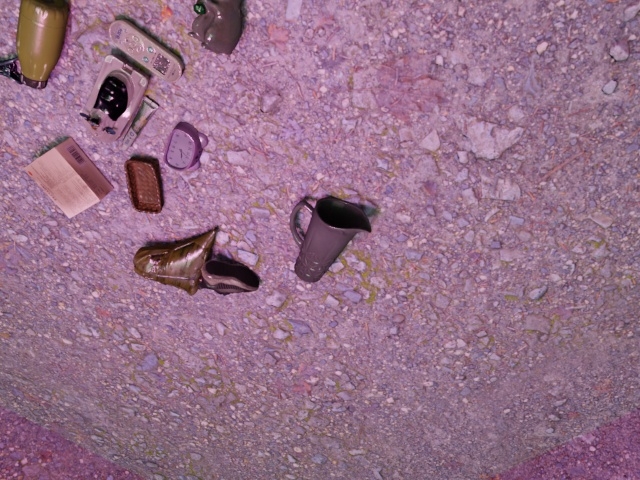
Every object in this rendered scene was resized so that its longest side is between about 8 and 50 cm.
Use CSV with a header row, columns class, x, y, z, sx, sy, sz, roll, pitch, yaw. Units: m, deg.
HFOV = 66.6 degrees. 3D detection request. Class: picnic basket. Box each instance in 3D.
class,x,y,z,sx,sy,sz,roll,pitch,yaw
picnic basket,-0.572,-0.181,1.595,0.109,0.055,0.194,8,124,4

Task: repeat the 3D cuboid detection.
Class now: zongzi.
class,x,y,z,sx,sy,sz,roll,pitch,yaw
zongzi,-0.509,0.036,1.690,0.250,0.125,0.275,18,122,-12

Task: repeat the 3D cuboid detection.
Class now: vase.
class,x,y,z,sx,sy,sz,roll,pitch,yaw
vase,0.000,0.000,1.572,0.250,0.156,0.301,33,130,6

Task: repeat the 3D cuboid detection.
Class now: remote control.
class,x,y,z,sx,sy,sz,roll,pitch,yaw
remote control,-0.481,-0.526,1.354,0.221,0.042,0.078,34,122,-14

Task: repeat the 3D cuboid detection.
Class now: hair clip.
class,x,y,z,sx,sy,sz,roll,pitch,yaw
hair clip,-1.017,-0.525,1.424,0.274,0.048,0.083,10,129,-8

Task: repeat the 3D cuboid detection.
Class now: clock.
class,x,y,z,sx,sy,sz,roll,pitch,yaw
clock,-0.418,-0.278,1.504,0.109,0.050,0.153,25,124,-7

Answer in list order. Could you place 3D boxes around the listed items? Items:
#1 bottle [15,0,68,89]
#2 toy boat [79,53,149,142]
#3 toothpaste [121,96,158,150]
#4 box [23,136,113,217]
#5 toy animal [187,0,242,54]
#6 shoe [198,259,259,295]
class,x,y,z,sx,sy,sz,roll,pitch,yaw
bottle,-0.778,-0.546,1.351,0.112,0.112,0.260,28,124,-9
toy boat,-0.609,-0.393,1.416,0.140,0.141,0.270,33,109,-13
toothpaste,-0.561,-0.350,1.494,0.049,0.032,0.204,36,121,-16
box,-0.824,-0.202,1.601,0.168,0.095,0.212,-23,116,21
toy animal,-0.238,-0.606,1.229,0.125,0.127,0.251,30,110,3
shoe,-0.329,0.145,1.720,0.227,0.099,0.112,20,127,-35
